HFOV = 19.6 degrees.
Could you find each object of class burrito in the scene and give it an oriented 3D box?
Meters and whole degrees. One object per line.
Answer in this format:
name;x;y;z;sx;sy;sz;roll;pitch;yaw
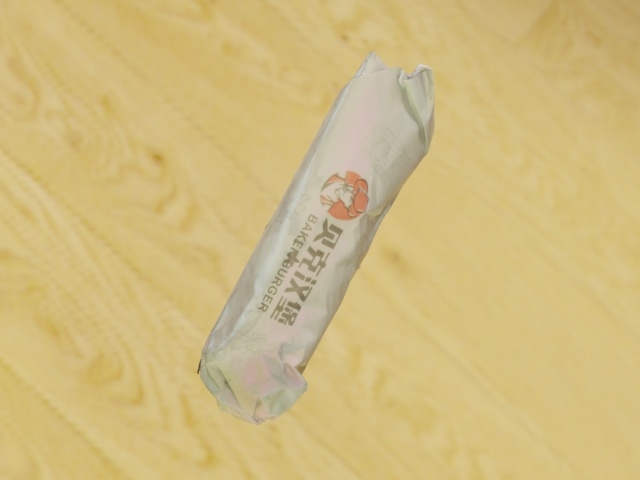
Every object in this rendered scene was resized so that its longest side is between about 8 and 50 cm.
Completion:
burrito;0.000;0.000;0.952;0.064;0.064;0.203;27;85;-1
